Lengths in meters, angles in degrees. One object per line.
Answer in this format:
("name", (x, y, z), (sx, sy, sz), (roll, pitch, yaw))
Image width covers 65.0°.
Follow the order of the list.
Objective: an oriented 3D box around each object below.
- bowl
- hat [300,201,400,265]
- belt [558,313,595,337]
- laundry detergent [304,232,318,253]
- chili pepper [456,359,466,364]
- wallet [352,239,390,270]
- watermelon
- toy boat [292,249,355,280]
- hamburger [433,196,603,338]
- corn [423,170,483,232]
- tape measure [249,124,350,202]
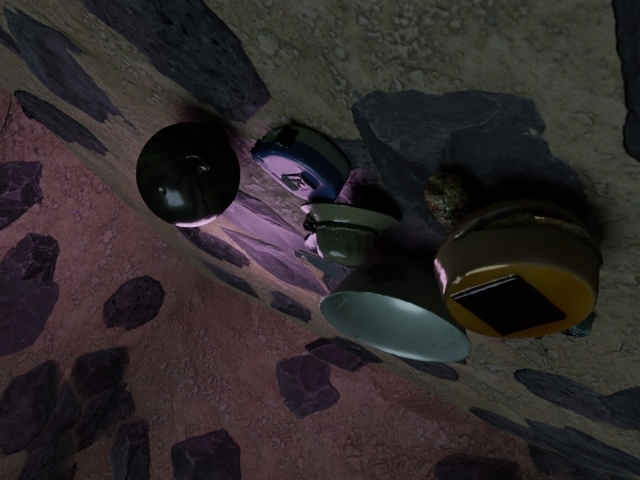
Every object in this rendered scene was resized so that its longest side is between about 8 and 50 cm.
("bowl", (0.229, 0.168, 1.424), (0.434, 0.196, 0.435), (17, 154, 9))
("hat", (0.063, -0.004, 1.248), (0.256, 0.130, 0.257), (10, 172, 1))
("belt", (0.571, 0.186, 1.187), (0.105, 0.058, 0.140), (38, 161, -29))
("laundry detergent", (-0.001, 0.001, 1.619), (0.096, 0.061, 0.206), (27, 163, -12))
("chili pepper", (0.524, 0.437, 1.935), (0.088, 0.059, 0.227), (10, 154, 39))
("wallet", (0.118, 0.028, 1.476), (0.119, 0.025, 0.232), (-25, 130, 27))
("watermelon", (-0.359, -0.180, 1.377), (0.278, 0.279, 0.359), (34, 163, -8))
("toy boat", (0.068, 0.110, 1.678), (0.317, 0.072, 0.219), (7, 150, 19))
("hamburger", (0.357, 0.052, 0.916), (0.299, 0.176, 0.300), (6, 143, 4))
("corn", (0.290, -0.042, 1.006), (0.086, 0.086, 0.253), (10, 156, 48))
("tape measure", (0.007, -0.133, 1.209), (0.351, 0.098, 0.215), (38, 162, -27))
